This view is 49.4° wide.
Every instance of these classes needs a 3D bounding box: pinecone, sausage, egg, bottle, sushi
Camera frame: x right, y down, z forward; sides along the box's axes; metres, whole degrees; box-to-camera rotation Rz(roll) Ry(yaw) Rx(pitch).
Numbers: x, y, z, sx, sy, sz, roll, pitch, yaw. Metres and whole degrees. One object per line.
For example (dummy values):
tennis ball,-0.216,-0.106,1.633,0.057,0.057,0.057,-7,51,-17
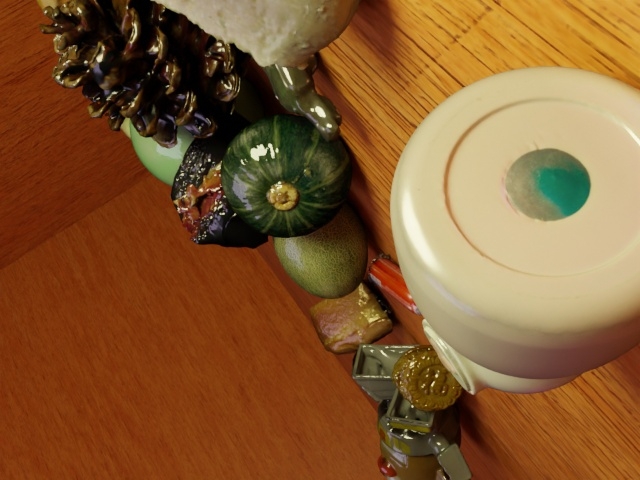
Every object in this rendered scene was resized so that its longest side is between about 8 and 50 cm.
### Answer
pinecone,-0.222,-0.242,0.894,0.243,0.257,0.243,178,90,-69
sausage,0.118,0.064,0.960,0.048,0.050,0.145,29,-175,-30
egg,-0.202,-0.190,1.154,0.220,0.220,0.269,58,165,-17
bottle,0.124,0.022,0.421,0.147,0.147,0.236,52,173,26
sushi,-0.132,-0.067,1.010,0.153,0.172,0.150,31,-157,-49

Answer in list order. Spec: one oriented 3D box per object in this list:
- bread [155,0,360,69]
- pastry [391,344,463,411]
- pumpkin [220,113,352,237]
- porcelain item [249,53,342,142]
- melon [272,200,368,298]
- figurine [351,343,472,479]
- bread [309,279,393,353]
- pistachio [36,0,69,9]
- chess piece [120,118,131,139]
bread,-0.116,-0.270,0.515,0.337,0.102,0.183,28,142,2
pastry,0.164,0.209,1.060,0.057,0.109,0.097,-119,27,-81
pumpkin,-0.041,-0.081,0.887,0.167,0.167,0.125,58,-164,-15
porcelain item,-0.042,-0.197,0.760,0.216,0.069,0.081,54,155,14
melon,0.000,0.000,1.040,0.139,0.139,0.192,42,159,58
figurine,0.168,0.335,1.240,0.342,0.167,0.285,-102,-5,-52
bread,0.051,0.155,1.351,0.129,0.134,0.260,56,171,5
pistachio,-0.348,-0.439,1.110,0.230,0.230,0.309,58,167,-14
chess piece,-0.358,-0.362,1.442,0.442,0.234,0.234,50,170,52
